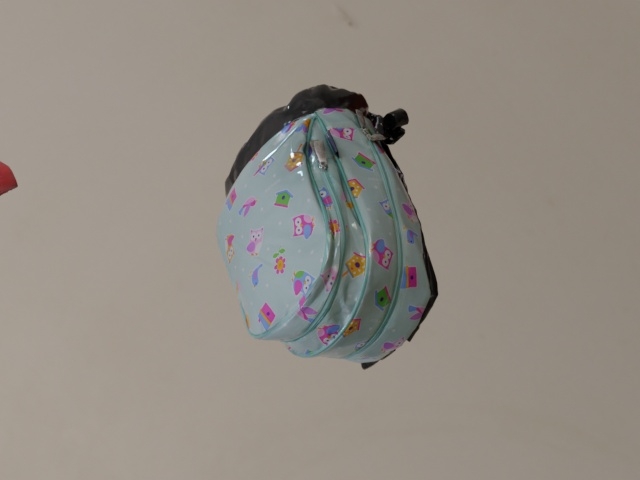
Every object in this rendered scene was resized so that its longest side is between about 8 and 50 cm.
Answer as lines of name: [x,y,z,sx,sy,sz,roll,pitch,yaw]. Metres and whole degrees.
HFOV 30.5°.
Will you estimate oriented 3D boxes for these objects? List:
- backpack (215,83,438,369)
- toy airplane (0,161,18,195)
backpack: [0.000,0.000,0.793,0.115,0.182,0.152,9,-46,-31]
toy airplane: [-0.216,-0.029,0.518,0.151,0.151,0.028,-28,-12,-49]
